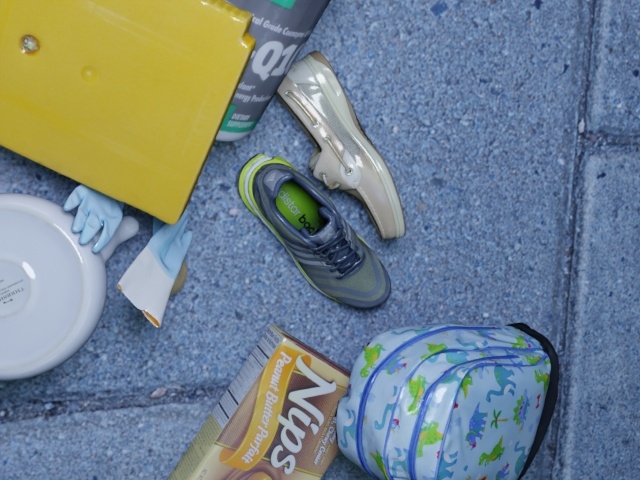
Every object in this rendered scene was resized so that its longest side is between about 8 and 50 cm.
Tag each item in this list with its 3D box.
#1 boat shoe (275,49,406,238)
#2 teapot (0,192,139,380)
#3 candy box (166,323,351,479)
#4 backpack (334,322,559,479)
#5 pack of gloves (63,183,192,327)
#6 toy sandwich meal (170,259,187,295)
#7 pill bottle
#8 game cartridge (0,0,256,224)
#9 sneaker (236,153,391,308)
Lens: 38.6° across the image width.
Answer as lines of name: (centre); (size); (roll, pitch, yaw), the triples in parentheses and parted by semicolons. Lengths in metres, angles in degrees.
boat shoe: (0.026, -0.123, 1.338); (0.098, 0.109, 0.302); (-30, 103, -5)
teapot: (-0.396, 0.059, 1.188); (0.256, 0.187, 0.252); (15, 89, -6)
candy box: (-0.081, 0.310, 1.393); (0.183, 0.087, 0.316); (34, 88, -22)
backpack: (0.189, 0.253, 1.352); (0.355, 0.273, 0.290); (17, 97, -30)
pack of gloves: (-0.236, -0.029, 1.207); (0.046, 0.232, 0.195); (-27, 117, 21)
toy sandwich meal: (-0.234, 0.047, 1.324); (0.085, 0.029, 0.085); (-2, 97, -20)
pill bottle: (-0.091, -0.322, 1.137); (0.204, 0.204, 0.361); (23, 118, -21)
game cartridge: (-0.265, -0.204, 1.086); (0.324, 0.052, 0.285); (25, 117, -5)
sneaker: (0.000, 0.000, 1.341); (0.300, 0.121, 0.111); (44, 86, -21)
